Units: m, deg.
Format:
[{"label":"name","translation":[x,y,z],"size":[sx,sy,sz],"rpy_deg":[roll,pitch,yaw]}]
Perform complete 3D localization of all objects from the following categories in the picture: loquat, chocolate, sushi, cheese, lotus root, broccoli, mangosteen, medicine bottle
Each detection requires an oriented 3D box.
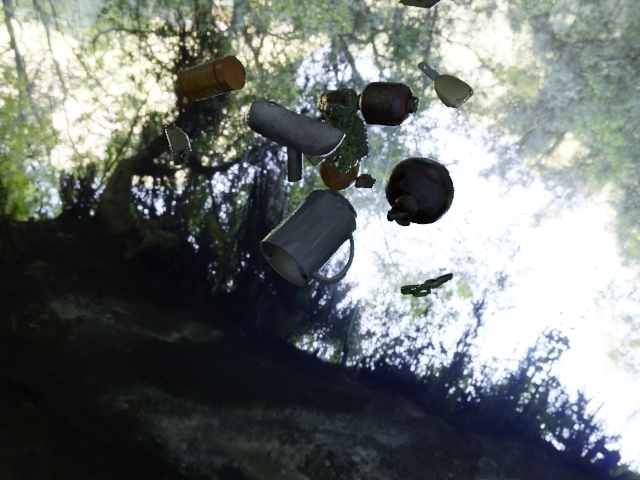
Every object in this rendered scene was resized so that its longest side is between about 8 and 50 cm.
[{"label":"loquat","translation":[0.085,-0.321,2.137],"size":[0.176,0.234,0.187],"rpy_deg":[9,-132,22]},{"label":"chocolate","translation":[-0.088,-0.333,1.490],"size":[0.304,0.100,0.185],"rpy_deg":[20,179,-17]},{"label":"sushi","translation":[0.157,-0.213,1.727],"size":[0.062,0.060,0.118],"rpy_deg":[11,-169,26]},{"label":"cheese","translation":[0.477,-0.624,1.910],"size":[0.127,0.054,0.251],"rpy_deg":[-38,-109,-15]},{"label":"lotus root","translation":[-0.529,-0.367,1.811],"size":[0.070,0.144,0.143],"rpy_deg":[-15,178,-19]},{"label":"broccoli","translation":[0.078,-0.379,1.851],"size":[0.236,0.259,0.288],"rpy_deg":[22,-179,-1]},{"label":"mangosteen","translation":[0.405,-0.197,1.994],"size":[0.297,0.296,0.293],"rpy_deg":[18,-154,9]},{"label":"medicine bottle","translation":[-0.315,-0.467,1.403],"size":[0.192,0.096,0.096],"rpy_deg":[0,-158,35]}]

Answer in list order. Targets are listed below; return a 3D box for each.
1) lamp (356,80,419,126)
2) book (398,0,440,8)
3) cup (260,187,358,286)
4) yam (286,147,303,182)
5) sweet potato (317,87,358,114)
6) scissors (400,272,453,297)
[{"label":"lamp","translation":[0.258,-0.540,1.933],"size":[0.258,0.180,0.180],"rpy_deg":[10,-152,28]},{"label":"book","translation":[0.445,-1.025,2.029],"size":[0.168,0.013,0.192],"rpy_deg":[-2,180,-21]},{"label":"cup","translation":[0.000,0.000,1.793],"size":[0.323,0.236,0.327],"rpy_deg":[34,-117,21]},{"label":"yam","translation":[-0.104,-0.320,1.942],"size":[0.069,0.169,0.068],"rpy_deg":[1,-163,0]},{"label":"sweet potato","translation":[0.073,-0.650,2.326],"size":[0.158,0.157,0.370],"rpy_deg":[-7,-163,-28]},{"label":"scissors","translation":[0.344,0.136,1.512],"size":[0.205,0.027,0.101],"rpy_deg":[-16,-165,-36]}]
